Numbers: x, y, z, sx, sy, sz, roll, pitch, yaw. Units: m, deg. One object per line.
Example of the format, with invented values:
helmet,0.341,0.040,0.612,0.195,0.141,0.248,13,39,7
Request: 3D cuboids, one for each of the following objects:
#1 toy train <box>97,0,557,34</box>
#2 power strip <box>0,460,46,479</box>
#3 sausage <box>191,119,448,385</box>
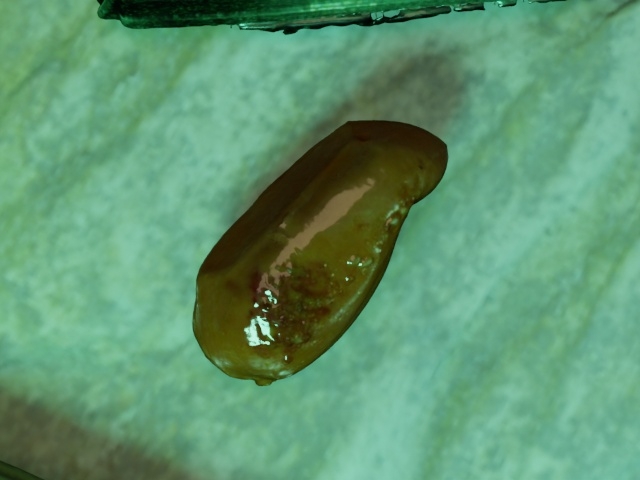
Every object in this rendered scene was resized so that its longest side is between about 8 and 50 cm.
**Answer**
toy train,0.015,-0.208,0.810,0.330,0.178,0.138,-5,77,-2
power strip,-0.113,0.190,0.772,0.387,0.066,0.092,22,75,3
sausage,0.000,0.000,0.808,0.089,0.089,0.179,39,81,7
